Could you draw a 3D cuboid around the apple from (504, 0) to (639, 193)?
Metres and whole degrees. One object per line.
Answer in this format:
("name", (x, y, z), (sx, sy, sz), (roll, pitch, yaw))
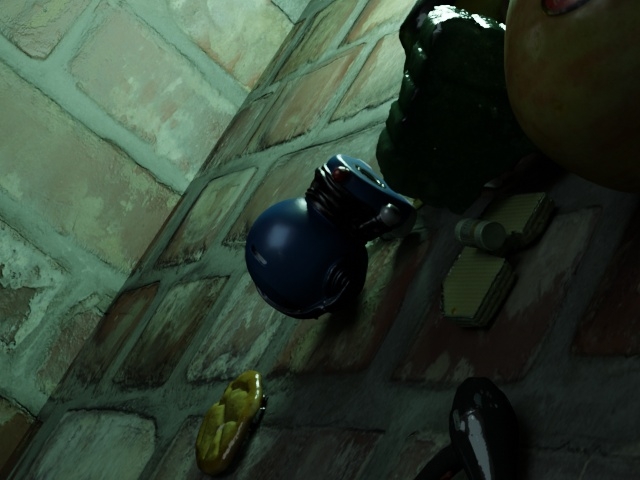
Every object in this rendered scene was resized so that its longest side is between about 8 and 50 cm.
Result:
("apple", (0.424, -0.258, 1.614), (0.391, 0.391, 0.346), (-58, 13, -20))

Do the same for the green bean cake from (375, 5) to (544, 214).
("green bean cake", (0.270, -0.199, 1.977), (0.169, 0.300, 0.308), (-95, 24, -69))

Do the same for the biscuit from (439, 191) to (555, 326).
("biscuit", (0.269, 0.030, 1.917), (0.250, 0.046, 0.147), (-57, 22, -19))

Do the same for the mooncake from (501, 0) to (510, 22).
("mooncake", (0.469, -0.450, 2.169), (0.284, 0.155, 0.284), (-41, 24, 23))

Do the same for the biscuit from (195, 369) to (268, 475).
("biscuit", (-0.179, 0.353, 2.327), (0.203, 0.041, 0.260), (-43, 19, 20))

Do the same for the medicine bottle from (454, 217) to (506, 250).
("medicine bottle", (0.248, -0.010, 1.894), (0.047, 0.047, 0.083), (-54, 20, -10))

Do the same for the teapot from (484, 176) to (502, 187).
("teapot", (0.228, -0.159, 2.214), (0.204, 0.139, 0.298), (-22, 10, -17))

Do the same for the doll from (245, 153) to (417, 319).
("doll", (0.000, 0.000, 2.272), (0.310, 0.240, 0.284), (-53, 48, 12))

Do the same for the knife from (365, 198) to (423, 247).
("knife", (0.099, -0.002, 2.384), (0.298, 0.017, 0.047), (-37, 30, 33))

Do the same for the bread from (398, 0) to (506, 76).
("bread", (0.314, -0.434, 2.372), (0.208, 0.251, 0.376), (13, 59, 30))

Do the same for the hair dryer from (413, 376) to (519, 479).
("hair dryer", (0.169, 0.334, 1.602), (0.272, 0.091, 0.235), (-53, 26, 34))
